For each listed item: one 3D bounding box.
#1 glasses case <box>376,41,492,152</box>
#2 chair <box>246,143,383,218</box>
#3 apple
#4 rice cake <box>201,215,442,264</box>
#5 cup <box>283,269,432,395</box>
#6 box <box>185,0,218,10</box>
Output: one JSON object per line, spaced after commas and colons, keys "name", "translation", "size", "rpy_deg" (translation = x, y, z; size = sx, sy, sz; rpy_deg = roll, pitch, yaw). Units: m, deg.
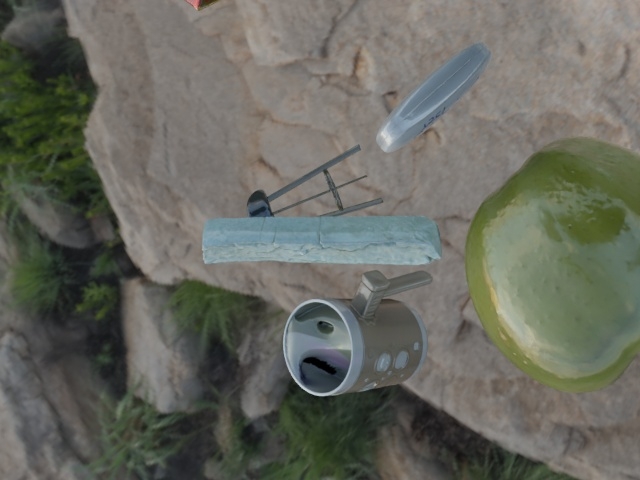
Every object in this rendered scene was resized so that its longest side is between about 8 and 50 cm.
{"name": "glasses case", "translation": [0.147, -0.185, 1.265], "size": [0.049, 0.197, 0.076], "rpy_deg": [46, 163, 5]}
{"name": "chair", "translation": [-0.016, -0.069, 1.639], "size": [0.221, 0.095, 0.104], "rpy_deg": [-23, 91, -6]}
{"name": "apple", "translation": [0.391, 0.030, 1.517], "size": [0.360, 0.320, 0.312], "rpy_deg": [53, 156, 24]}
{"name": "rice cake", "translation": [0.000, 0.000, 0.993], "size": [0.245, 0.045, 0.042], "rpy_deg": [0, 139, 10]}
{"name": "cup", "translation": [0.033, 0.067, 0.766], "size": [0.074, 0.099, 0.102], "rpy_deg": [16, 99, 41]}
{"name": "box", "translation": [-0.197, -0.413, 1.020], "size": [0.313, 0.089, 0.197], "rpy_deg": [38, 137, 13]}
